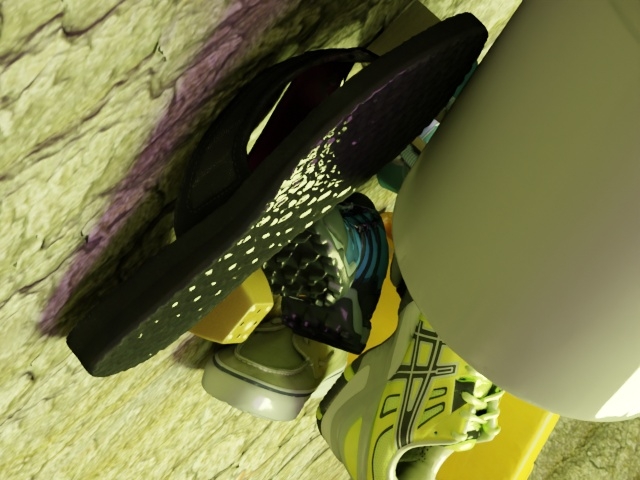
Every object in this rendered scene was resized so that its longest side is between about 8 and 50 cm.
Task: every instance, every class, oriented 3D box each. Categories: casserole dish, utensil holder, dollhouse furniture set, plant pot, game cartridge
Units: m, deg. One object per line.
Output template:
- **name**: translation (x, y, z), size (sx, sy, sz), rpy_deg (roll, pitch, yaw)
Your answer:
- **casserole dish**: translation (0.107, -0.101, 1.969), size (0.114, 0.037, 0.188), rpy_deg (-43, 164, -9)
- **utensil holder**: translation (0.270, -0.083, 1.558), size (0.327, 0.327, 0.385), rpy_deg (-29, 162, -44)
- **dollhouse furniture set**: translation (0.096, -0.102, 1.776), size (0.129, 0.129, 0.183), rpy_deg (-45, 164, -5)
- **plant pot**: translation (-0.092, 0.049, 1.749), size (0.081, 0.083, 0.081), rpy_deg (-50, 163, 13)
- **game cartridge**: translation (0.133, 0.150, 2.174), size (0.053, 0.285, 0.323), rpy_deg (-38, 162, -25)

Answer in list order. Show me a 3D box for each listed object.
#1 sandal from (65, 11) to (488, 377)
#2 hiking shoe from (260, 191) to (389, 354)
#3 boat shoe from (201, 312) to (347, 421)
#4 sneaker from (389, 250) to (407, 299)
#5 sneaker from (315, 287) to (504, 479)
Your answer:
- **sandal**: translation (-0.057, -0.055, 1.601), size (0.446, 0.107, 0.167), rpy_deg (-40, 167, 17)
- **hiking shoe**: translation (0.000, 0.000, 1.876), size (0.304, 0.113, 0.132), rpy_deg (73, 35, -68)
- **boat shoe**: translation (-0.039, 0.117, 2.041), size (0.094, 0.109, 0.302), rpy_deg (-67, 167, 10)
- **sneaker**: translation (0.122, 0.013, 2.002), size (0.229, 0.086, 0.132), rpy_deg (32, 78, -64)
- **sneaker**: translation (0.145, 0.116, 1.904), size (0.145, 0.147, 0.384), rpy_deg (-4, 139, -39)
